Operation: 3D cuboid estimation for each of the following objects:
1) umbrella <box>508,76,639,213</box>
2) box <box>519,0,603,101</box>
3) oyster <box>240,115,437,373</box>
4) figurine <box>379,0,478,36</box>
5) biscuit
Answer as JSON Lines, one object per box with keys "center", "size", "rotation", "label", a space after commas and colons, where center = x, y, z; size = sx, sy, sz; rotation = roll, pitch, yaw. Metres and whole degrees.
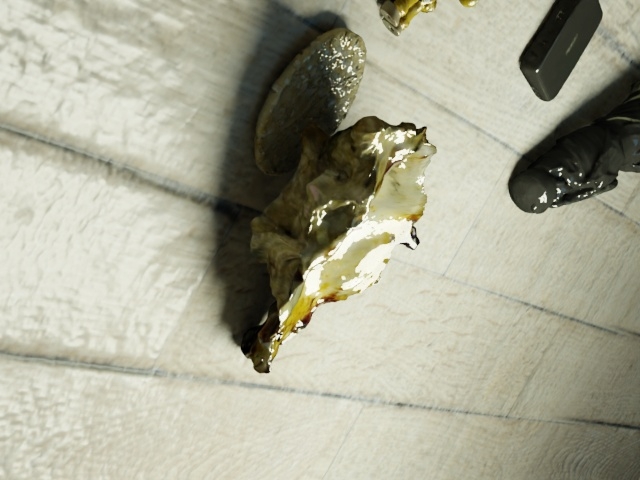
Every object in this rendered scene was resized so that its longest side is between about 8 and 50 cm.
{"center": [0.355, -0.109, 2.284], "size": [0.357, 0.113, 0.106], "rotation": [-31, 118, -40], "label": "umbrella"}
{"center": [0.268, -0.222, 2.063], "size": [0.126, 0.027, 0.125], "rotation": [-58, 160, -4], "label": "box"}
{"center": [-0.001, -0.002, 1.664], "size": [0.221, 0.096, 0.361], "rotation": [-50, 167, -16], "label": "oyster"}
{"center": [0.115, -0.240, 1.679], "size": [0.143, 0.068, 0.101], "rotation": [-50, 155, 13], "label": "figurine"}
{"center": [-0.010, -0.121, 1.616], "size": [0.152, 0.020, 0.152], "rotation": [-44, 157, -25], "label": "biscuit"}
